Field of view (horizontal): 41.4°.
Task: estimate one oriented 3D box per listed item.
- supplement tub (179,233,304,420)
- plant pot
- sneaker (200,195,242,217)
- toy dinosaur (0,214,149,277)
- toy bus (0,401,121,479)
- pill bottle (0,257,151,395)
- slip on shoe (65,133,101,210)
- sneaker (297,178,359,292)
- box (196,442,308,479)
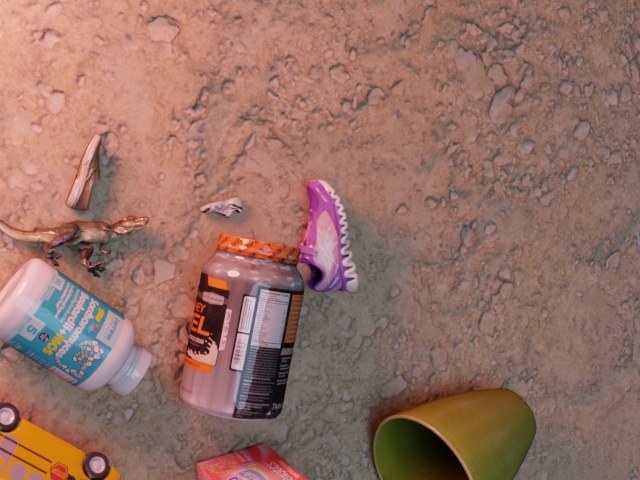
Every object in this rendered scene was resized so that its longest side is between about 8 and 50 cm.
[{"bbox_3d":[-0.138,0.154,1.544,0.193,0.193,0.316,11,88,-26],"label":"supplement tub"},{"bbox_3d":[0.309,0.427,1.761,0.293,0.275,0.275,-23,104,-37],"label":"plant pot"},{"bbox_3d":[-0.184,-0.058,1.594,0.083,0.032,0.037,-14,100,-23],"label":"sneaker"},{"bbox_3d":[-0.426,0.002,1.451,0.268,0.118,0.064,0,131,-23],"label":"toy dinosaur"},{"bbox_3d":[-0.505,0.371,1.405,0.332,0.108,0.130,37,43,-23],"label":"toy bus"},{"bbox_3d":[-0.418,0.158,1.437,0.264,0.146,0.146,38,78,-23],"label":"pill bottle"},{"bbox_3d":[-0.402,-0.117,1.475,0.041,0.051,0.135,21,88,-20],"label":"slip on shoe"},{"bbox_3d":[0.000,0.000,1.658,0.104,0.095,0.236,-16,102,-16],"label":"sneaker"},{"bbox_3d":[-0.106,0.494,1.527,0.154,0.300,0.142,-11,101,-23],"label":"box"}]
